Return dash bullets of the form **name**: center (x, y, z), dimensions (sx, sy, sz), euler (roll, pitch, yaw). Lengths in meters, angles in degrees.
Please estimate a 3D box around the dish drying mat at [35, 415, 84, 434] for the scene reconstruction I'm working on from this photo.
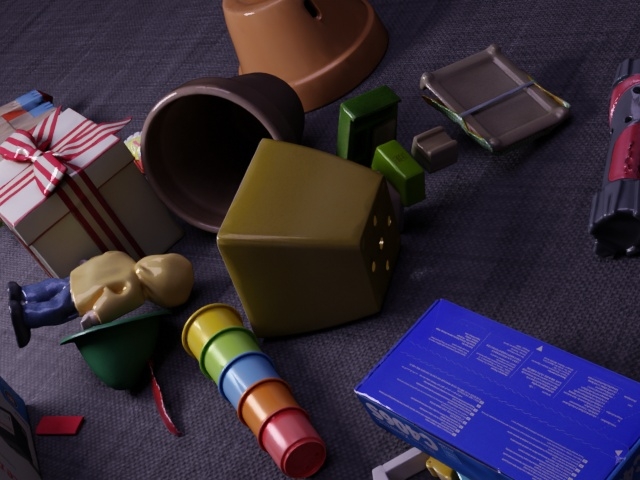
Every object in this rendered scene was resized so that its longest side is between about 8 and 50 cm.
- **dish drying mat**: center (-0.393, 0.279, 1.720), dimensions (0.083, 0.008, 0.032), euler (-5, 44, 30)

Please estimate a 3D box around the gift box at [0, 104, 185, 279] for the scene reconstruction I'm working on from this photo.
- **gift box**: center (-0.409, -0.079, 1.942), dimensions (0.276, 0.258, 0.255), euler (-46, 38, -17)

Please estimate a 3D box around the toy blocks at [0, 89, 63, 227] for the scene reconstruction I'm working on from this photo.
- **toy blocks**: center (-0.612, -0.181, 2.308), dimensions (0.261, 0.190, 0.381), euler (-30, 34, -17)

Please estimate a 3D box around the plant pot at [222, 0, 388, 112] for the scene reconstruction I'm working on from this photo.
- **plant pot**: center (-0.048, -0.399, 2.102), dimensions (0.291, 0.203, 0.291), euler (-21, 37, 16)

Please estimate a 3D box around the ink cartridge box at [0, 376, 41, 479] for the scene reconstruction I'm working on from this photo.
- **ink cartridge box**: center (-0.511, 0.285, 1.615), dimensions (0.129, 0.223, 0.307), euler (-33, 36, -2)

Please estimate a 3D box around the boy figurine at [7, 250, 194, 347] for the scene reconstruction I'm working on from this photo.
- **boy figurine**: center (-0.340, 0.076, 1.779), dimensions (0.285, 0.092, 0.177), euler (-13, 32, -12)

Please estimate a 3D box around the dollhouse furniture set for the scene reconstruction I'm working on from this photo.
- **dollhouse furniture set**: center (0.200, -0.151, 1.748), dimensions (0.301, 0.151, 0.197), euler (-25, 54, -20)

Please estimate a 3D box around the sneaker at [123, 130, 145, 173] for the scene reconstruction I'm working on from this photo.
- **sneaker**: center (-0.295, -0.150, 2.093), dimensions (0.208, 0.081, 0.094), euler (-11, 43, 26)

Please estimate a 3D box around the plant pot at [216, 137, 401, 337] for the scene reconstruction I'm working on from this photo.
- **plant pot**: center (0.000, 0.000, 1.612), dimensions (0.187, 0.212, 0.212), euler (2, 46, 20)

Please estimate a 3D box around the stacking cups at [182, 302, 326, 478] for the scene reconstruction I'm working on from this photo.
- **stacking cups**: center (-0.093, 0.198, 1.522), dimensions (0.096, 0.096, 0.316), euler (-36, 36, -5)

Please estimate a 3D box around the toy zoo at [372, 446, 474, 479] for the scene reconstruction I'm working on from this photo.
- **toy zoo**: center (0.177, 0.282, 1.280), dimensions (0.293, 0.030, 0.192), euler (-30, 36, 2)

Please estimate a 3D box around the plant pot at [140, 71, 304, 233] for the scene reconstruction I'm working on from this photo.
- **plant pot**: center (-0.130, -0.173, 1.889), dimensions (0.263, 0.263, 0.229), euler (-10, 24, 28)

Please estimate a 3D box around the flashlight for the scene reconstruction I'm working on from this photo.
- **flashlight**: center (0.422, -0.120, 1.517), dimensions (0.103, 0.103, 0.304), euler (-5, 42, 27)

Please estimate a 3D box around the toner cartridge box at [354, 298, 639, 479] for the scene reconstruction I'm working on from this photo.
- **toner cartridge box**: center (0.212, 0.192, 1.270), dimensions (0.165, 0.075, 0.348), euler (-46, 38, -17)

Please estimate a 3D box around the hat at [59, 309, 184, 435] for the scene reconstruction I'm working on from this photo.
- **hat**: center (-0.284, 0.213, 1.705), dimensions (0.173, 0.183, 0.208), euler (-17, -5, 6)
